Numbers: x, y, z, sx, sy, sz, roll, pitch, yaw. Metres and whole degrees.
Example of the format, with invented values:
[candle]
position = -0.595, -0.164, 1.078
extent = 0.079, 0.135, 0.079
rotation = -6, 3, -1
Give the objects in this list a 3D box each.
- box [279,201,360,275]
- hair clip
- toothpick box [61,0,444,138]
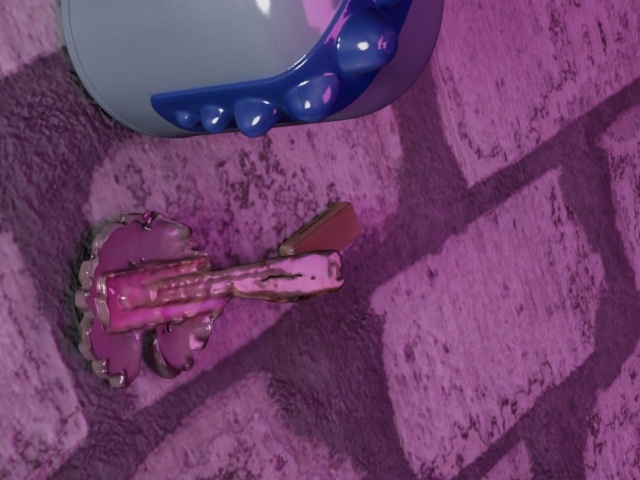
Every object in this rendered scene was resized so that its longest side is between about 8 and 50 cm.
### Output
[box]
position = 0.000, 0.000, 1.320
extent = 0.115, 0.025, 0.048
rotation = -39, 122, -37
[hair clip]
position = -0.115, 0.050, 1.173
extent = 0.300, 0.069, 0.173
rotation = -6, 94, -34
[toothpick box]
position = -0.049, -0.205, 1.035
extent = 0.263, 0.354, 0.263
rotation = -1, 91, -45
